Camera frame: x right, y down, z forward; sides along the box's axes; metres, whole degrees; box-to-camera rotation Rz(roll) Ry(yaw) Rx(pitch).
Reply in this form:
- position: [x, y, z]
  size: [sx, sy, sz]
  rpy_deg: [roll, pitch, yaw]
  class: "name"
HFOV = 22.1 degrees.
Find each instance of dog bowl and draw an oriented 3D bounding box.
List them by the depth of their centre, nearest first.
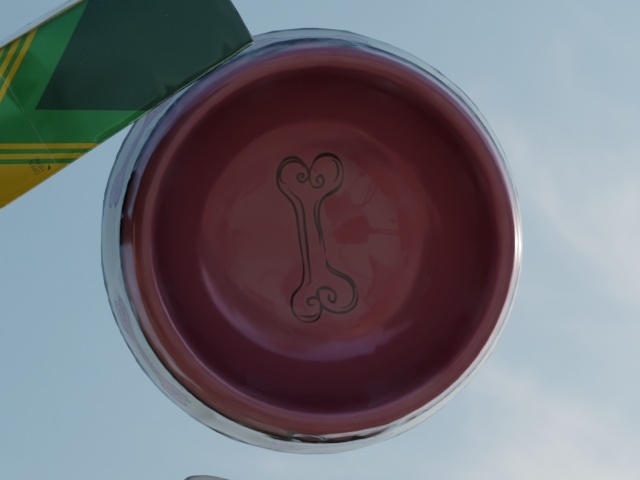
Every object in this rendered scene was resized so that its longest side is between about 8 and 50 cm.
- position: [0.000, 0.000, 1.496]
  size: [0.408, 0.408, 0.150]
  rpy_deg: [14, -2, -5]
  class: "dog bowl"

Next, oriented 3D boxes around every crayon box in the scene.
- position: [-0.278, -0.084, 1.312]
  size: [0.363, 0.313, 0.106]
  rpy_deg: [-16, -71, 51]
  class: "crayon box"

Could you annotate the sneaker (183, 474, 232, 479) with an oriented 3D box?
- position: [-0.013, 0.318, 1.108]
  size: [0.323, 0.236, 0.130]
  rpy_deg: [20, 3, 38]
  class: "sneaker"
